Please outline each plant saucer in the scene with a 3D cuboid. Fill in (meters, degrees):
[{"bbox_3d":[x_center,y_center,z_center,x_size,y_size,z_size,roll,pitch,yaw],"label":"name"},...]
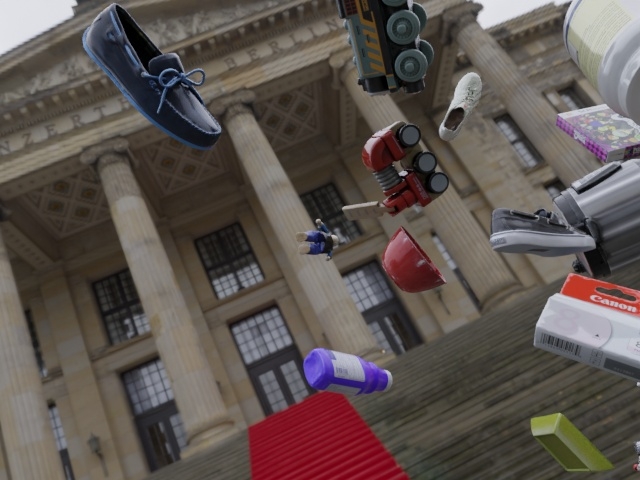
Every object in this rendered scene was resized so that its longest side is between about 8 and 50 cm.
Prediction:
[{"bbox_3d":[0.668,0.564,1.597,0.045,0.188,0.188,-39,-13,-18],"label":"plant saucer"}]

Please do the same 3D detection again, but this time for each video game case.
[{"bbox_3d":[0.793,-0.297,1.578,0.210,0.232,0.041,-13,-52,-7],"label":"video game case"}]

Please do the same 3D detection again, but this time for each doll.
[{"bbox_3d":[0.000,0.000,1.739,0.046,0.129,0.189,-16,-8,32],"label":"doll"}]

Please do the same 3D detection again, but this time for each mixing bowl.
[{"bbox_3d":[0.216,0.062,1.444,0.098,0.181,0.181,-39,-26,11],"label":"mixing bowl"}]

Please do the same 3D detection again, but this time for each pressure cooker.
[{"bbox_3d":[1.044,-0.058,2.141,0.421,0.375,0.370,-27,-53,18],"label":"pressure cooker"}]

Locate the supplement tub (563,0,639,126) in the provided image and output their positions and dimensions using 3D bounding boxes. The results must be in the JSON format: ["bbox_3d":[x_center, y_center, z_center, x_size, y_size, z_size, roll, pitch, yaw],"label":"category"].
[{"bbox_3d":[0.650,-0.388,1.173,0.236,0.324,0.235,0,-48,0],"label":"supplement tub"}]

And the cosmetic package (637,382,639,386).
[{"bbox_3d":[0.851,0.304,1.376,0.239,0.099,0.060,91,-159,-62],"label":"cosmetic package"}]

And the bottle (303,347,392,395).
[{"bbox_3d":[0.087,0.388,1.698,0.283,0.118,0.092,19,-58,-36],"label":"bottle"}]

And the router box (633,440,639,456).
[{"bbox_3d":[0.861,0.528,1.458,0.123,0.038,0.092,-26,-62,27],"label":"router box"}]

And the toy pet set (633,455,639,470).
[{"bbox_3d":[0.788,0.514,1.321,0.065,0.122,0.114,-32,-45,-61],"label":"toy pet set"}]

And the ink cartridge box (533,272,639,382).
[{"bbox_3d":[0.505,0.130,1.034,0.232,0.189,0.066,-47,-38,-37],"label":"ink cartridge box"}]

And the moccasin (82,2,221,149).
[{"bbox_3d":[-0.324,-0.322,1.149,0.117,0.342,0.137,-47,3,26],"label":"moccasin"}]

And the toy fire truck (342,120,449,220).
[{"bbox_3d":[0.162,-0.155,1.499,0.246,0.217,0.158,-36,16,-5],"label":"toy fire truck"}]

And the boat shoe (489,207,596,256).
[{"bbox_3d":[0.366,-0.017,0.968,0.229,0.076,0.080,3,-15,-27],"label":"boat shoe"}]

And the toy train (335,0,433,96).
[{"bbox_3d":[0.151,-0.503,1.390,0.190,0.142,0.333,-4,-60,24],"label":"toy train"}]

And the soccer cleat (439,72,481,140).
[{"bbox_3d":[0.360,-0.342,1.487,0.196,0.068,0.076,-64,-5,-6],"label":"soccer cleat"}]
